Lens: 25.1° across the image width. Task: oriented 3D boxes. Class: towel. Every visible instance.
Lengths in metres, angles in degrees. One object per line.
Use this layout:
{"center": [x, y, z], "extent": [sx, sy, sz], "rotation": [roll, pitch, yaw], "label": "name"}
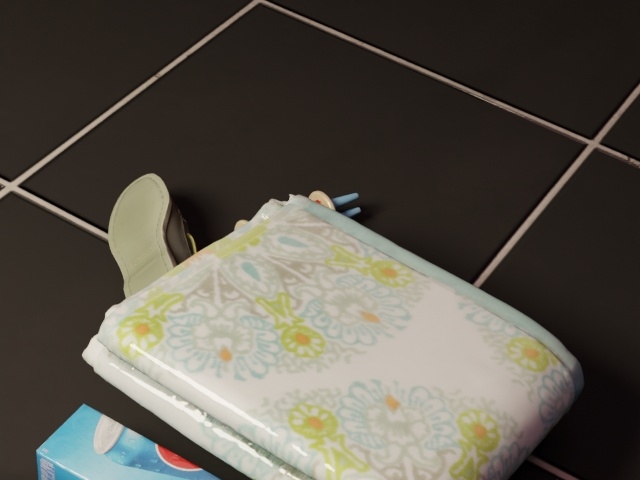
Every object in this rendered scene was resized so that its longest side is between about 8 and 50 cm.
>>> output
{"center": [0.018, 0.115, 1.319], "extent": [0.374, 0.090, 0.320], "rotation": [29, 39, 21], "label": "towel"}

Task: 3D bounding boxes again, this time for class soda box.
{"center": [-0.148, 0.231, 1.273], "extent": [0.210, 0.067, 0.071], "rotation": [26, 45, 19], "label": "soda box"}

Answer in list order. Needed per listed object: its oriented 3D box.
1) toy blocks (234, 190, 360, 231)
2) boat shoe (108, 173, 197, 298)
{"center": [0.000, 0.000, 1.558], "extent": [0.148, 0.054, 0.123], "rotation": [-22, 49, -29], "label": "toy blocks"}
{"center": [-0.169, 0.018, 1.509], "extent": [0.081, 0.069, 0.228], "rotation": [-34, 38, 14], "label": "boat shoe"}
